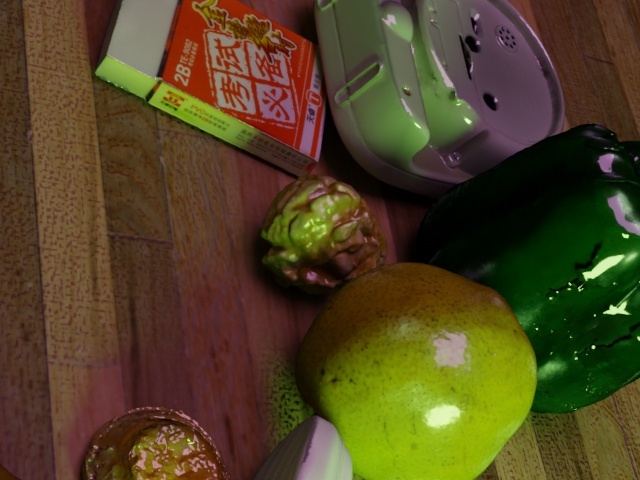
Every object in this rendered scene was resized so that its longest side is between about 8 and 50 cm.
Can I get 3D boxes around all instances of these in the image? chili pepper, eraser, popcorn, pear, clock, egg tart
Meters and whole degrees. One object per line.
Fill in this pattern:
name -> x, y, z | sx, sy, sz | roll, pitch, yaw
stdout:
chili pepper -> 0.232, 0.020, 1.220 | 0.233, 0.257, 0.248 | 11, 52, -37
eraser -> -0.097, -0.173, 1.254 | 0.230, 0.038, 0.157 | 25, 48, -21
popcorn -> 0.000, 0.000, 1.159 | 0.106, 0.120, 0.116 | -38, 78, -12
pear -> 0.080, 0.115, 1.090 | 0.198, 0.198, 0.198 | 19, 51, -25
clock -> 0.146, -0.171, 1.364 | 0.324, 0.109, 0.265 | 14, 54, -39
egg tart -> -0.116, 0.182, 0.987 | 0.130, 0.052, 0.130 | 20, 47, -24

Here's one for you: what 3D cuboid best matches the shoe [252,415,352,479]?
shoe -> -0.002, 0.307, 0.933 | 0.160, 0.132, 0.363 | 30, 51, -16

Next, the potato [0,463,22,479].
potato -> -0.162, 0.290, 0.769 | 0.369, 0.176, 0.195 | 47, 28, 18
